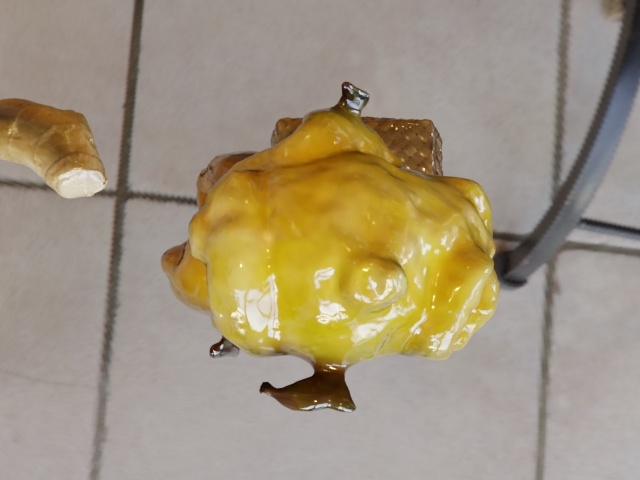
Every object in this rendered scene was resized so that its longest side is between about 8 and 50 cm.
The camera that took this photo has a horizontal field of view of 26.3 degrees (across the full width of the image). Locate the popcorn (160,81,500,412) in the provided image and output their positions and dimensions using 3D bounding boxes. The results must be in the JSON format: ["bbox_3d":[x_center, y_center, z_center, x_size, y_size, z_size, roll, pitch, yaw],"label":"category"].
[{"bbox_3d":[0.000,0.000,1.205,0.297,0.316,0.280,7,98,-50],"label":"popcorn"}]

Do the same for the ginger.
[{"bbox_3d":[-0.319,-0.110,1.564,0.190,0.069,0.095,20,96,19],"label":"ginger"}]

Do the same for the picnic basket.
[{"bbox_3d":[0.040,-0.086,1.507,0.193,0.055,0.110,0,83,0],"label":"picnic basket"}]
